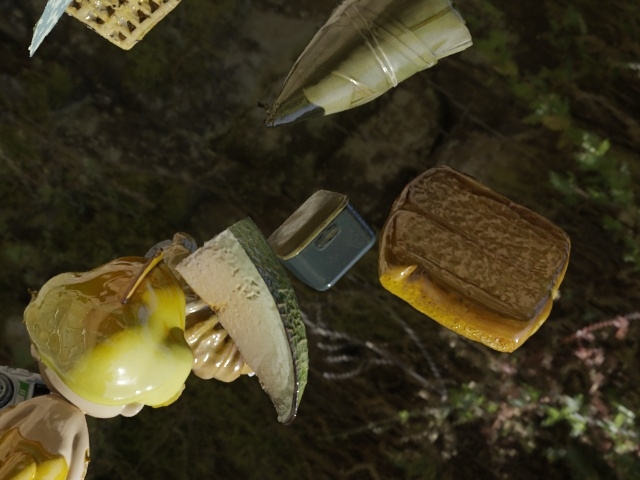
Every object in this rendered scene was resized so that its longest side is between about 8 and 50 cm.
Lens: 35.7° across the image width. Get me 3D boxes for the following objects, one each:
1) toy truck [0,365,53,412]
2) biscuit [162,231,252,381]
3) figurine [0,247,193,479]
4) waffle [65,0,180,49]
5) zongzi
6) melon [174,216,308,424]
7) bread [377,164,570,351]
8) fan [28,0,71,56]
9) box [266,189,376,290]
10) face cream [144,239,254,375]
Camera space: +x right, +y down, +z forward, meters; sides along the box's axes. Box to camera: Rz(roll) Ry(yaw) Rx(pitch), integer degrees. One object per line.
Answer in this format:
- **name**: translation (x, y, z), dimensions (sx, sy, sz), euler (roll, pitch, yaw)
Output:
- **toy truck**: translation (-0.489, 0.388, 1.598), dimensions (0.176, 0.178, 0.363), euler (111, -20, -57)
- **biscuit**: translation (-0.111, 0.084, 1.055), dimensions (0.061, 0.183, 0.118), euler (-5, -137, 39)
- **figurine**: translation (-0.197, 0.112, 0.821), dimensions (0.246, 0.156, 0.131), euler (-60, -177, -10)
- **waffle**: translation (-0.392, -0.538, 1.932), dimensions (0.376, 0.261, 0.114), euler (-19, -138, 55)
- **zongzi**: translation (0.020, -0.311, 1.776), dimensions (0.418, 0.181, 0.447), euler (-36, -169, -12)
- **melon**: translation (-0.055, 0.074, 0.907), dimensions (0.098, 0.182, 0.054), euler (-39, 173, 30)
- **bread**: translation (0.264, 0.044, 1.796), dimensions (0.328, 0.337, 0.148), euler (-58, 173, -45)
- **fan**: translation (-0.325, -0.346, 1.305), dimensions (0.240, 0.009, 0.131), euler (-57, -171, 4)
- **box**: translation (0.000, 0.000, 1.630), dimensions (0.144, 0.090, 0.201), euler (-45, -165, -8)
- **face cream**: translation (-0.188, 0.113, 1.632), dimensions (0.073, 0.283, 0.073), euler (-33, 151, -21)
